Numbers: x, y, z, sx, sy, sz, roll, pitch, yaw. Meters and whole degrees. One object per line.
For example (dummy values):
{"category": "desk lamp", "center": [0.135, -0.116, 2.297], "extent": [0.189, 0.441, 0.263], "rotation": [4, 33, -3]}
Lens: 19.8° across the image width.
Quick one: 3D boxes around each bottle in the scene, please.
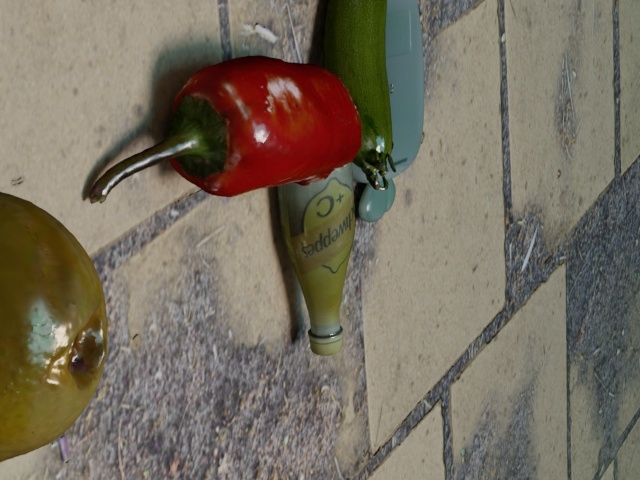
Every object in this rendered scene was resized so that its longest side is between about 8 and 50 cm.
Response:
{"category": "bottle", "center": [0.000, 0.000, 1.990], "extent": [0.083, 0.083, 0.270], "rotation": [-43, 133, -53]}

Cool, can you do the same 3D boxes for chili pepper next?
{"category": "chili pepper", "center": [-0.078, -0.110, 1.749], "extent": [0.338, 0.131, 0.135], "rotation": [-10, 96, -61]}

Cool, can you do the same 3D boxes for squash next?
{"category": "squash", "center": [0.043, -0.205, 2.010], "extent": [0.071, 0.080, 0.319], "rotation": [121, -30, -74]}

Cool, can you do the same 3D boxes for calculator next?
{"category": "calculator", "center": [0.074, -0.170, 2.143], "extent": [0.185, 0.041, 0.299], "rotation": [-21, 114, -61]}

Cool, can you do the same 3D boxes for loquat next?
{"category": "loquat", "center": [-0.259, 0.068, 1.359], "extent": [0.213, 0.213, 0.213], "rotation": [-28, 122, -59]}
